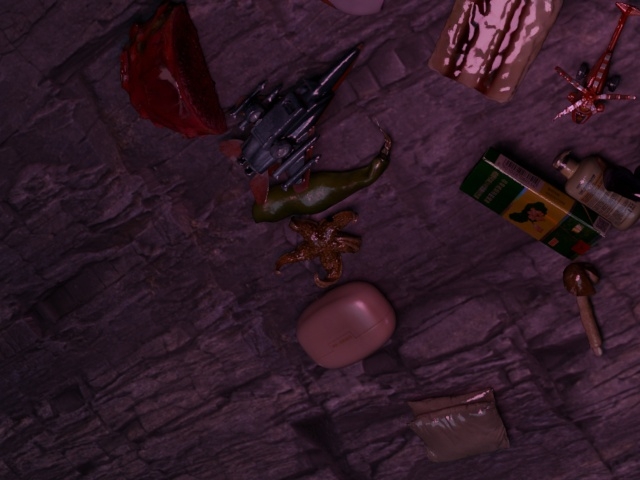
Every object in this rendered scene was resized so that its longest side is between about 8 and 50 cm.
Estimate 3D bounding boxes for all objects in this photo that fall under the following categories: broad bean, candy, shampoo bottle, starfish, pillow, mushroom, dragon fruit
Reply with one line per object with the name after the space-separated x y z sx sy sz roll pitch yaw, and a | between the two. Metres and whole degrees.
0.003 -0.103 1.880 0.318 0.056 0.098 -32 98 26 | broad bean
0.265 -0.335 1.511 0.135 0.320 0.179 26 119 3 | candy
0.449 -0.088 1.706 0.162 0.079 0.079 34 122 2 | shampoo bottle
0.001 0.000 1.909 0.146 0.074 0.190 25 125 -13 | starfish
0.268 0.356 2.004 0.181 0.078 0.134 -16 112 23 | pillow
0.468 0.117 1.823 0.061 0.060 0.187 -18 118 11 | mushroom
-0.271 -0.289 1.843 0.163 0.189 0.261 -17 108 -6 | dragon fruit

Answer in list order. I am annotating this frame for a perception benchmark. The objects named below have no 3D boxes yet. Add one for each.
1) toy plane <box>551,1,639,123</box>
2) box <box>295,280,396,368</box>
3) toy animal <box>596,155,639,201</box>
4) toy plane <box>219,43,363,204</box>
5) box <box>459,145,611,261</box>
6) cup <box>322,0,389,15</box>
0.429 -0.273 1.626 0.126 0.077 0.194 4 109 15 | toy plane
0.047 0.160 1.977 0.200 0.088 0.146 -34 102 32 | box
0.569 -0.096 1.599 0.298 0.185 0.122 12 116 -7 | toy animal
-0.043 -0.220 1.807 0.326 0.104 0.223 -48 65 29 | toy plane
0.353 -0.058 1.747 0.235 0.034 0.132 33 157 3 | box
-0.009 -0.488 1.595 0.317 0.212 0.212 31 122 1 | cup
